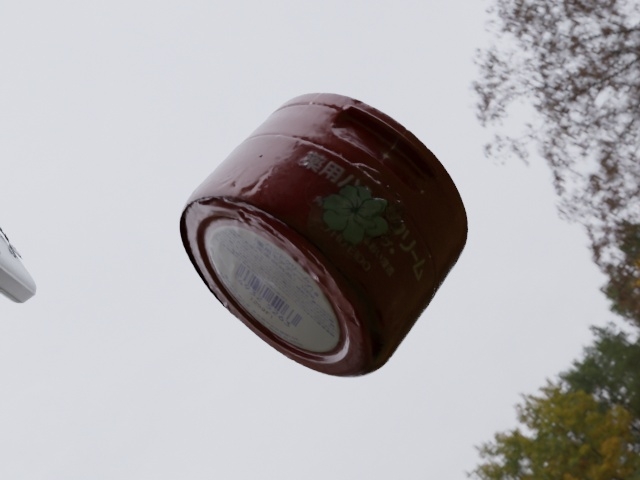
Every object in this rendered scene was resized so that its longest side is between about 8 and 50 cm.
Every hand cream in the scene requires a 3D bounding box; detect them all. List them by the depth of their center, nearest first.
[{"bbox_3d":[0.000,0.000,0.650,0.149,0.230,0.230,-49,-39,-28],"label":"hand cream"}]

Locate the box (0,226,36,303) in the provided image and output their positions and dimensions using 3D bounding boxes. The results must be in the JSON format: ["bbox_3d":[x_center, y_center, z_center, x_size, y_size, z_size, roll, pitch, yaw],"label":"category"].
[{"bbox_3d":[-0.332,-0.023,0.668,0.044,0.142,0.285,-35,-7,-15],"label":"box"}]
